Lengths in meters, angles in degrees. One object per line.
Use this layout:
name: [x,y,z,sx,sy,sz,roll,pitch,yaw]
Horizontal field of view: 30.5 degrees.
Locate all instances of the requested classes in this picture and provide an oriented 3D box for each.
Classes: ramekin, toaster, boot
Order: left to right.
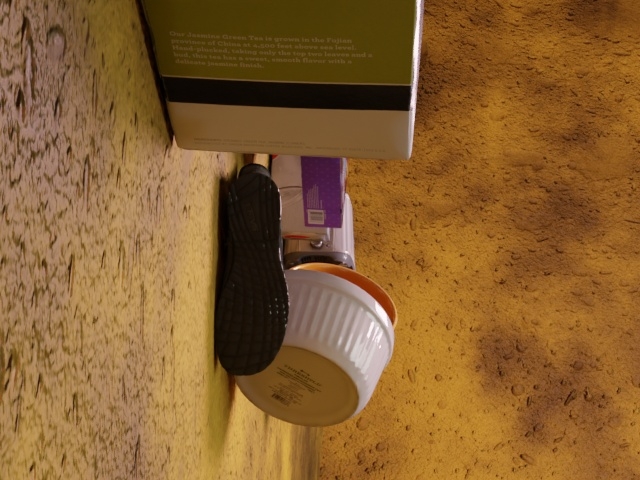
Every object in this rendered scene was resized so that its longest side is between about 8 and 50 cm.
boot: [-0.077,0.031,1.419,0.161,0.083,0.246,-109,-157,-85]
ramekin: [-0.016,0.145,1.493,0.207,0.207,0.109,89,15,-46]
toaster: [0.000,0.000,2.118,0.227,0.129,0.146,78,13,-70]

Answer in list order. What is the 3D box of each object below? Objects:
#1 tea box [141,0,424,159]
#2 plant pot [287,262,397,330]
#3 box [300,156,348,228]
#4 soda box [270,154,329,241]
tea box: [-0.017,-0.291,0.998,0.323,0.220,0.329,88,6,-59]
plant pot: [0.004,0.172,1.950,0.205,0.205,0.188,-81,-172,-58]
box: [0.010,-0.181,1.544,0.293,0.057,0.201,88,6,-55]
soda box: [-0.026,-0.145,1.846,0.091,0.098,0.286,78,16,-83]
